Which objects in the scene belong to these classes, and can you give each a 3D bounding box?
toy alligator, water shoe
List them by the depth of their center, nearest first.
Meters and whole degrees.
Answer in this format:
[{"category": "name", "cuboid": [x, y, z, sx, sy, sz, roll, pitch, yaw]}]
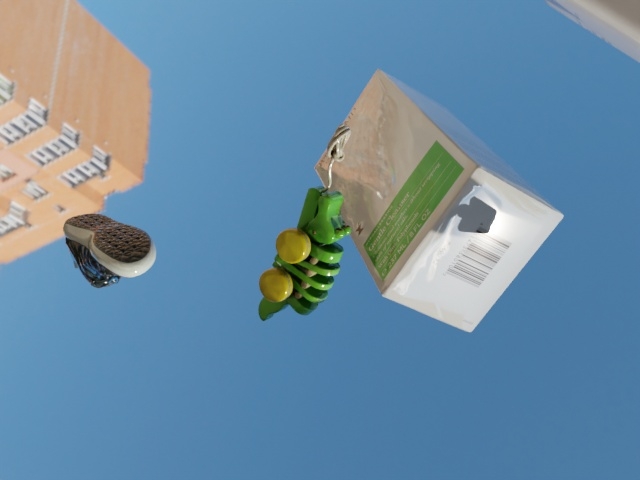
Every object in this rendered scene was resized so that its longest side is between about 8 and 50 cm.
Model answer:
[{"category": "toy alligator", "cuboid": [0.000, 0.000, 0.574, 0.051, 0.056, 0.190, 34, -65, 19]}, {"category": "water shoe", "cuboid": [-0.261, 0.023, 0.880, 0.072, 0.080, 0.203, -17, -155, -32]}]

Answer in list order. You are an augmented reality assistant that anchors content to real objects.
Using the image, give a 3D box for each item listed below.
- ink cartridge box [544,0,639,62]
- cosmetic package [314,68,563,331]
[{"category": "ink cartridge box", "cuboid": [0.310, -0.178, 0.440, 0.278, 0.117, 0.201, 38, -68, 13]}, {"category": "cosmetic package", "cuboid": [0.137, -0.071, 0.956, 0.197, 0.155, 0.365, -57, -151, 18]}]
